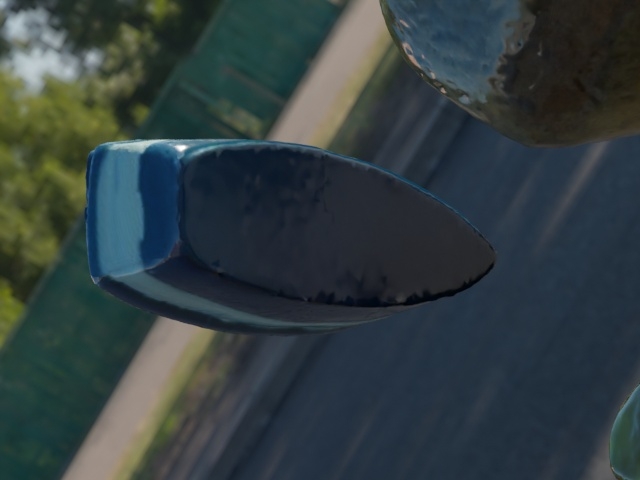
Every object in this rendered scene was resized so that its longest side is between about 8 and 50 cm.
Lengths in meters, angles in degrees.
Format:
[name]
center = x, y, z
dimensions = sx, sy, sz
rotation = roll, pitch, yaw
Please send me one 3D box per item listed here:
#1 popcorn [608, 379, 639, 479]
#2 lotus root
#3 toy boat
[popcorn]
center = 0.340, 0.141, 1.178
dimensions = 0.335, 0.274, 0.279
rotation = -33, 1, -1
[lotus root]
center = 0.150, -0.175, 1.311
dimensions = 0.272, 0.272, 0.192
rotation = -67, -17, -52
[toy boat]
center = 0.000, 0.000, 1.023
dimensions = 0.061, 0.299, 0.096
rotation = -9, 79, 36
